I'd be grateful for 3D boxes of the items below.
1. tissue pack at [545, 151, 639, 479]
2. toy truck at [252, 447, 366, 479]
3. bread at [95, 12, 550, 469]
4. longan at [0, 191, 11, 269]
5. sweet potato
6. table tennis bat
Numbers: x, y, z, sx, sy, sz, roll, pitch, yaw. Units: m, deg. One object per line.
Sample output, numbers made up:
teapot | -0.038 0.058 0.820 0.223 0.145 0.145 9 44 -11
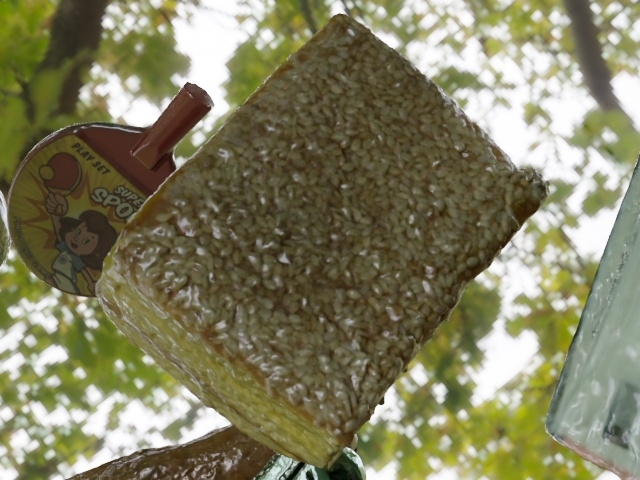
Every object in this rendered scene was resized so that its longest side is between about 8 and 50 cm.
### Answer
tissue pack | 0.279 0.021 0.784 0.316 0.103 0.228 3 -69 -48
toy truck | 0.012 0.266 0.874 0.135 0.259 0.128 -28 2 17
bread | 0.000 0.000 0.817 0.234 0.184 0.110 -48 -7 -28
longan | -0.529 0.000 1.860 0.220 0.196 0.196 -35 -15 19
sweet potato | -0.130 0.226 1.214 0.341 0.092 0.114 -17 1 -1
table tennis bat | -0.230 -0.060 1.523 0.310 0.200 0.038 -45 11 25
